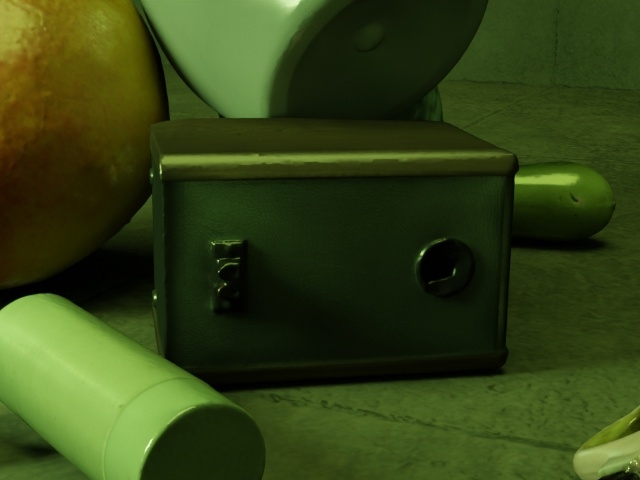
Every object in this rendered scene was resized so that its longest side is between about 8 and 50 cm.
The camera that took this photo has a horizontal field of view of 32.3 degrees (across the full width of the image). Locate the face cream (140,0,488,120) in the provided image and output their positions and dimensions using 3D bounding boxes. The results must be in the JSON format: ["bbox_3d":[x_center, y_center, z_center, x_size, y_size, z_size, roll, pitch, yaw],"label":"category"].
[{"bbox_3d":[-0.023,-0.270,0.912,0.219,0.312,0.357,20,35,-48],"label":"face cream"}]

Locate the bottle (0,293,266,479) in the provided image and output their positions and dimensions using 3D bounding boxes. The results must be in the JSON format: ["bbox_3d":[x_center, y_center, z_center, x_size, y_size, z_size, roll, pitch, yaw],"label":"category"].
[{"bbox_3d":[-0.112,0.086,0.583,0.072,0.072,0.201,-9,18,-36],"label":"bottle"}]

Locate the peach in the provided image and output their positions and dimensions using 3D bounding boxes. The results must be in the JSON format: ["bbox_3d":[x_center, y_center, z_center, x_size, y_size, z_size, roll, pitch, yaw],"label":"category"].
[{"bbox_3d":[-0.264,-0.101,0.906,0.289,0.289,0.308,2,9,4],"label":"peach"}]

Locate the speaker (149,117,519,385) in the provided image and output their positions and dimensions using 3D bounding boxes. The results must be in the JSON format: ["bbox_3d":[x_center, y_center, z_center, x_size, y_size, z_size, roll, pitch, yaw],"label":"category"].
[{"bbox_3d":[0.000,0.000,0.769,0.231,0.153,0.192,-2,14,-12],"label":"speaker"}]

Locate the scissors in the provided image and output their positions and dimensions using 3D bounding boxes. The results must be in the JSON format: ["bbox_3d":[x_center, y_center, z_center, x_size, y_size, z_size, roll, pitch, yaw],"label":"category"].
[{"bbox_3d":[0.147,0.104,0.508,0.317,0.024,0.160,-26,-7,-40],"label":"scissors"}]

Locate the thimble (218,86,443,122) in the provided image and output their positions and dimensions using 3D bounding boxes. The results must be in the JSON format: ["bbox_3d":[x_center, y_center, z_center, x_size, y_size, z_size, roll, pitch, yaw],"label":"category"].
[{"bbox_3d":[0.014,-0.112,1.063,0.205,0.172,0.250,-32,42,-11],"label":"thimble"}]

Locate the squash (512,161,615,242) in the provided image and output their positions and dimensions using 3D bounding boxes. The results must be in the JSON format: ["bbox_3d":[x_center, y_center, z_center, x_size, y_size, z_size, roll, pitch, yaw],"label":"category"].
[{"bbox_3d":[0.166,-0.038,1.105,0.250,0.083,0.083,1,13,14],"label":"squash"}]
